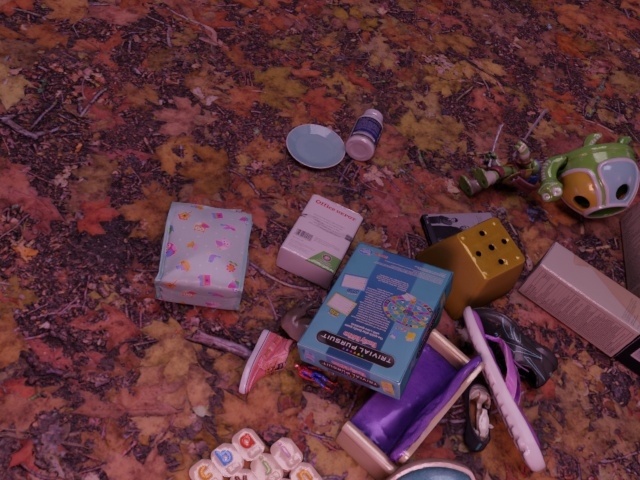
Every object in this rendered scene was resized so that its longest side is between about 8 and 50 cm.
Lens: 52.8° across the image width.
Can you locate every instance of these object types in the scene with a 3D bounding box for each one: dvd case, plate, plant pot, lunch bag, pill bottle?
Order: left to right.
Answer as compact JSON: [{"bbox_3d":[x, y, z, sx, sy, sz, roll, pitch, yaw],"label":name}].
[{"bbox_3d":[-0.291,0.027,1.633,0.224,0.160,0.262,8,59,-8],"label":"lunch bag"},{"bbox_3d":[-0.016,-0.290,2.018,0.188,0.024,0.188,7,52,-9],"label":"plate"},{"bbox_3d":[0.146,-0.341,2.051,0.094,0.094,0.169,22,53,2],"label":"pill bottle"},{"bbox_3d":[0.432,-0.005,1.920,0.239,0.029,0.179,-2,55,-16],"label":"dvd case"},{"bbox_3d":[0.422,0.056,1.747,0.212,0.187,0.212,-22,71,-23],"label":"plant pot"}]

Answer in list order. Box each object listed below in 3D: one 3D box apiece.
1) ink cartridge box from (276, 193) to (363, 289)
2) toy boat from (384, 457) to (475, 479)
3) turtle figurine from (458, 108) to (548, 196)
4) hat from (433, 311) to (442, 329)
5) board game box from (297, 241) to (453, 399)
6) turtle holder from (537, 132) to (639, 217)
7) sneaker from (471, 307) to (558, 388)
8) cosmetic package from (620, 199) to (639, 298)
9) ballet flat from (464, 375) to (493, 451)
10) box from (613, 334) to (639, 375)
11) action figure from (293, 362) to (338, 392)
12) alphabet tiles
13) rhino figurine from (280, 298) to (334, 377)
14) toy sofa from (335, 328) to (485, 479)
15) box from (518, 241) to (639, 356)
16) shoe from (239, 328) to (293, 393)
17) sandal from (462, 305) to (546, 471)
[{"bbox_3d":[0.000,0.000,1.765,0.160,0.092,0.219,27,52,5],"label":"ink cartridge box"},{"bbox_3d":[0.253,0.600,1.315,0.318,0.267,0.148,43,10,-5],"label":"toy boat"},{"bbox_3d":[0.566,-0.263,2.044,0.266,0.274,0.198,-25,30,-24],"label":"turtle figurine"},{"bbox_3d":[0.233,0.149,1.758,0.173,0.183,0.208,2,97,0],"label":"hat"},{"bbox_3d":[0.137,0.179,1.539,0.254,0.079,0.336,18,54,22],"label":"board game box"},{"bbox_3d":[0.856,-0.197,2.029,0.321,0.243,0.227,6,69,-43],"label":"turtle holder"},{"bbox_3d":[0.491,0.277,1.684,0.267,0.101,0.106,35,56,12],"label":"sneaker"},{"bbox_3d":[1.019,0.022,1.969,0.113,0.160,0.309,18,53,-2],"label":"cosmetic package"},{"bbox_3d":[0.391,0.413,1.577,0.074,0.074,0.203,15,52,-3],"label":"ballet flat"},{"bbox_3d":[0.908,0.263,1.764,0.093,0.156,0.158,37,54,12],"label":"box"},{"bbox_3d":[-0.014,0.328,1.564,0.115,0.030,0.038,26,58,8],"label":"action figure"},{"bbox_3d":[-0.138,0.552,1.371,0.284,0.021,0.278,-31,67,-31],"label":"alphabet tiles"},{"bbox_3d":[0.000,0.249,1.597,0.243,0.073,0.106,44,52,17],"label":"rhino figurine"},{"bbox_3d":[0.212,0.369,1.498,0.150,0.177,0.363,41,56,15],"label":"toy sofa"},{"bbox_3d":[0.734,0.163,1.802,0.311,0.148,0.121,38,54,13],"label":"box"},{"bbox_3d":[-0.128,0.295,1.535,0.081,0.063,0.177,19,48,6],"label":"shoe"},{"bbox_3d":[0.465,0.349,1.581,0.102,0.169,0.415,-22,70,5],"label":"sandal"}]
